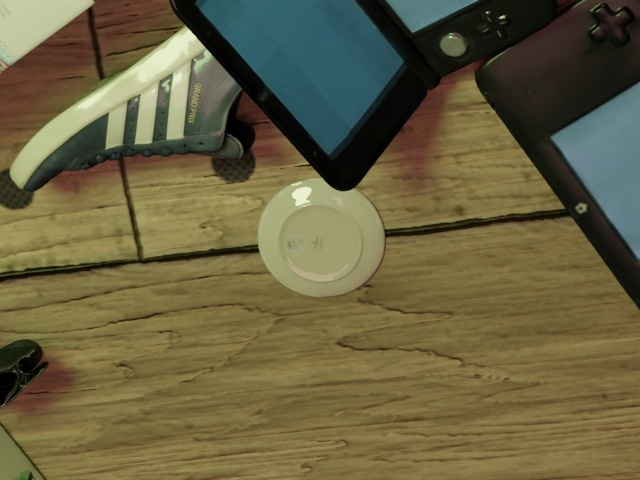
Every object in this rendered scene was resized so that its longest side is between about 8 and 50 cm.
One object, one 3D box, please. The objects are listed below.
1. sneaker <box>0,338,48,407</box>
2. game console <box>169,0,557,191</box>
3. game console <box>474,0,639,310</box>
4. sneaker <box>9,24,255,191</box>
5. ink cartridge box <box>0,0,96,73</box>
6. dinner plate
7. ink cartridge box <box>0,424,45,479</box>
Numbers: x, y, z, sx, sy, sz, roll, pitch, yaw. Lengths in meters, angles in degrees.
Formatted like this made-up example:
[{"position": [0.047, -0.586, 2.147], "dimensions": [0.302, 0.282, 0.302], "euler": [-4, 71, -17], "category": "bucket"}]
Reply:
[{"position": [-0.373, 0.162, 2.010], "dimensions": [0.170, 0.089, 0.051], "euler": [-32, 105, 16], "category": "sneaker"}, {"position": [0.048, -0.232, 1.726], "dimensions": [0.250, 0.173, 0.293], "euler": [-24, 123, 33], "category": "game console"}, {"position": [0.399, -0.116, 1.836], "dimensions": [0.342, 0.060, 0.386], "euler": [-33, 104, 17], "category": "game console"}, {"position": [-0.159, -0.122, 1.851], "dimensions": [0.350, 0.131, 0.148], "euler": [-32, 101, 17], "category": "sneaker"}, {"position": [-0.364, -0.263, 1.780], "dimensions": [0.270, 0.198, 0.197], "euler": [-33, 105, 18], "category": "ink cartridge box"}, {"position": [0.000, 0.000, 1.947], "dimensions": [0.141, 0.017, 0.141], "euler": [3, 112, 6], "category": "dinner plate"}, {"position": [-0.398, 0.368, 2.080], "dimensions": [0.201, 0.117, 0.278], "euler": [-31, 105, 17], "category": "ink cartridge box"}]
